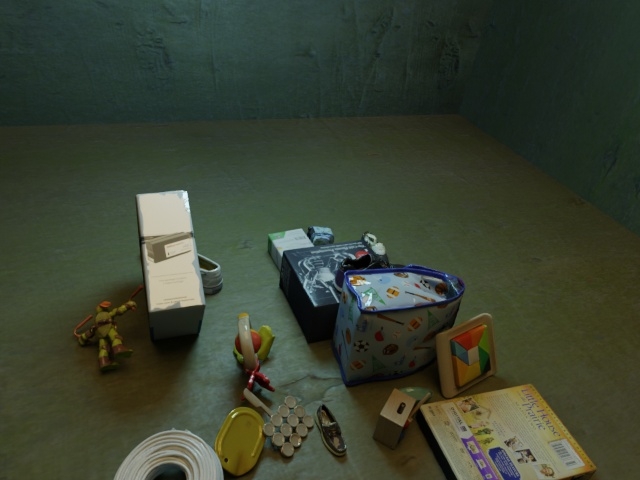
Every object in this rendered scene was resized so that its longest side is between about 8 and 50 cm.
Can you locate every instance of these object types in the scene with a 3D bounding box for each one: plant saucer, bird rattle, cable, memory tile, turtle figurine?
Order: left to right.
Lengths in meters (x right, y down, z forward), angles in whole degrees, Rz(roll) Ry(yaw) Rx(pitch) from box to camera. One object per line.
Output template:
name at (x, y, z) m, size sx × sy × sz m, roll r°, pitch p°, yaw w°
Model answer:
turtle figurine at (-0.638, 0.265, 1.521) m, size 0.269 × 0.087 × 0.217 m, roll -32°, pitch 60°, yaw 2°
cable at (-0.358, 0.584, 1.184) m, size 0.257 × 0.089 × 0.257 m, roll 30°, pitch 51°, yaw 26°
bird rattle at (-0.220, 0.340, 1.514) m, size 0.142 × 0.207 × 0.254 m, roll -10°, pitch 26°, yaw 3°
memory tile at (-0.088, 0.519, 1.404) m, size 0.113 × 0.012 × 0.148 m, roll 44°, pitch 40°, yaw 4°
plant saucer at (0.287, 0.479, 1.539) m, size 0.119 × 0.022 × 0.119 m, roll -5°, pitch 1°, yaw 0°

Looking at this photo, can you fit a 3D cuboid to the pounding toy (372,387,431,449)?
pounding toy at (0.233, 0.502, 1.440) m, size 0.100 × 0.130 × 0.141 m, roll 24°, pitch 37°, yaw 19°

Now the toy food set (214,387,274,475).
toy food set at (-0.218, 0.530, 1.355) m, size 0.128 × 0.071 × 0.218 m, roll 38°, pitch 40°, yaw -7°

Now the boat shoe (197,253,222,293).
boat shoe at (-0.517, 0.055, 1.865) m, size 0.366 × 0.157 × 0.135 m, roll 28°, pitch 38°, yaw 23°

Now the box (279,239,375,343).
box at (0.063, 0.173, 1.823) m, size 0.342 × 0.179 × 0.313 m, roll -8°, pitch 40°, yaw -23°

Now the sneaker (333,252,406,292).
sneaker at (0.189, 0.103, 1.689) m, size 0.283 × 0.124 × 0.107 m, roll -6°, pitch 40°, yaw -22°

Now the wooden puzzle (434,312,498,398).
wooden puzzle at (0.481, 0.372, 1.620) m, size 0.238 × 0.221 × 0.044 m, roll -14°, pitch 11°, yaw -28°

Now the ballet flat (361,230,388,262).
ballet flat at (0.234, 0.028, 2.163) m, size 0.074 × 0.074 × 0.203 m, roll -7°, pitch 39°, yaw -23°

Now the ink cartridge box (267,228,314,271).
ink cartridge box at (-0.106, 0.056, 2.021) m, size 0.154 × 0.093 × 0.212 m, roll -10°, pitch 38°, yaw -25°

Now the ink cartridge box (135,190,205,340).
ink cartridge box at (-0.483, 0.082, 1.600) m, size 0.166 × 0.285 × 0.395 m, roll -6°, pitch 65°, yaw -20°

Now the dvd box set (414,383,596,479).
dvd box set at (0.526, 0.584, 1.456) m, size 0.419 × 0.062 × 0.308 m, roll -5°, pitch 37°, yaw -19°

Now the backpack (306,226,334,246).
backpack at (0.000, 0.000, 2.118) m, size 0.114 × 0.105 × 0.084 m, roll 0°, pitch 43°, yaw -26°

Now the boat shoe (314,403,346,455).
boat shoe at (0.027, 0.533, 1.416) m, size 0.056 × 0.049 × 0.152 m, roll -12°, pitch 41°, yaw -28°

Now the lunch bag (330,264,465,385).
lunch bag at (0.252, 0.261, 1.618) m, size 0.384 × 0.328 × 0.239 m, roll -3°, pitch 37°, yaw -15°
